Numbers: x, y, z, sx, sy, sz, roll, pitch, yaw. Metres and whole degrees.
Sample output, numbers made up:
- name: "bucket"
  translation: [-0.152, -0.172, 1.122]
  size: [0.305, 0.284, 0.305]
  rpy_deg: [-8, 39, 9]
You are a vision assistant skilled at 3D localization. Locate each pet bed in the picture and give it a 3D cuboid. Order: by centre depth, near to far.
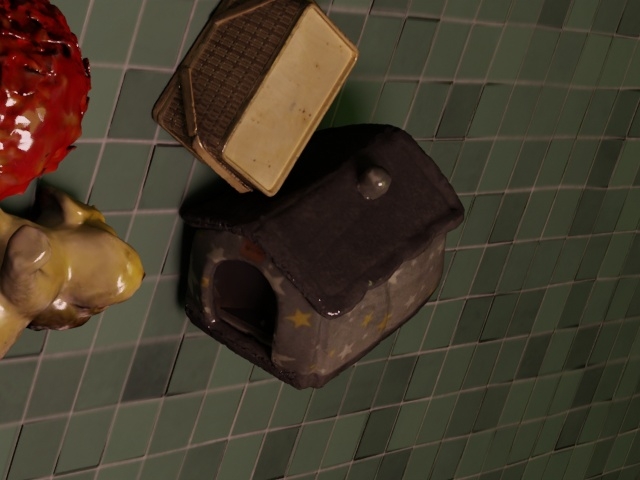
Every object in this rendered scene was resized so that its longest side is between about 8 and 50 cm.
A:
- name: "pet bed"
  translation: [0.000, 0.000, 1.737]
  size: [0.211, 0.183, 0.159]
  rpy_deg: [-34, 144, -37]

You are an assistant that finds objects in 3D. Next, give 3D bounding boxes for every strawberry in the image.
- name: "strawberry"
  translation: [-0.239, -0.116, 1.306]
  size: [0.234, 0.178, 0.234]
  rpy_deg: [-37, 137, -45]

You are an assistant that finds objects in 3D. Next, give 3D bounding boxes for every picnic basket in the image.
- name: "picnic basket"
  translation: [-0.053, -0.129, 1.660]
  size: [0.164, 0.079, 0.115]
  rpy_deg: [-58, 150, -7]

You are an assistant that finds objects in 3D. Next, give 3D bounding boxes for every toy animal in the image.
- name: "toy animal"
  translation: [-0.237, 0.040, 1.491]
  size: [0.233, 0.121, 0.169]
  rpy_deg: [-43, 155, -24]
